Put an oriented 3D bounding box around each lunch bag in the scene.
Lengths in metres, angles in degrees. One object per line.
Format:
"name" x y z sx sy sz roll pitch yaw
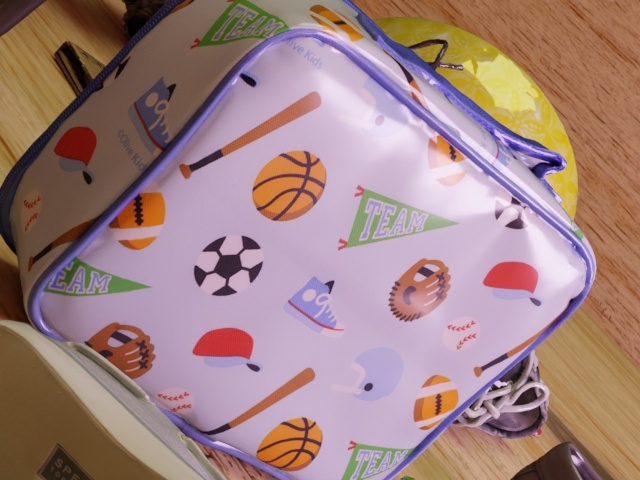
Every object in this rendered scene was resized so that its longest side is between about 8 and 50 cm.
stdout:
"lunch bag" 0.000 0.000 0.803 0.303 0.243 0.115 35 14 -39

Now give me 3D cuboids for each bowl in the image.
"bowl" 0.065 -0.034 1.307 0.289 0.289 0.156 44 45 -1

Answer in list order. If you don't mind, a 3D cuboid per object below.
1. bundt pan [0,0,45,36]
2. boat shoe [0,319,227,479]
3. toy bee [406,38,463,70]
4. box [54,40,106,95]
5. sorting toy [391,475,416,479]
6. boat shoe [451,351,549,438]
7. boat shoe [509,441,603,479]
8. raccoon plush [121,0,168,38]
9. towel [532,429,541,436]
"bundt pan" -0.304 -0.246 0.947 0.331 0.124 0.331 43 10 -9
"boat shoe" -0.058 0.114 0.580 0.227 0.079 0.081 44 14 20
"toy bee" 0.022 -0.025 1.128 0.195 0.298 0.162 22 -48 61
"box" -0.124 -0.076 1.256 0.201 0.021 0.164 34 14 -45
"sorting toy" 0.061 0.178 0.980 0.062 0.012 0.083 41 13 9
"boat shoe" 0.135 0.112 1.285 0.105 0.113 0.306 67 6 25
"boat shoe" 0.257 0.280 1.037 0.335 0.095 0.112 42 9 15
"raccoon plush" -0.129 -0.383 1.562 0.446 0.216 0.299 -113 -165 -54
"towel" 0.128 0.082 1.591 0.199 0.031 0.275 36 13 -34
